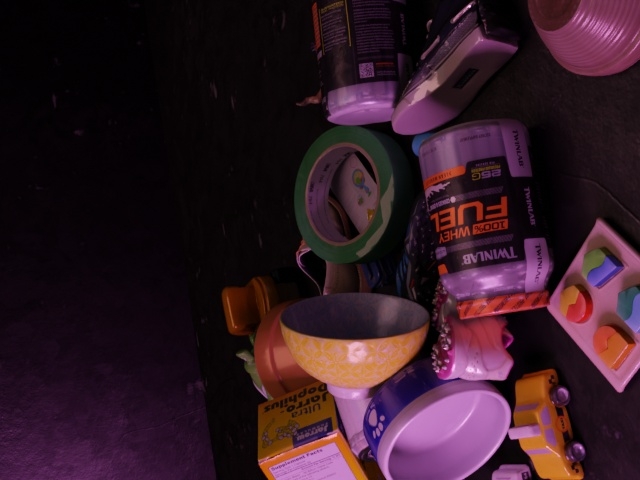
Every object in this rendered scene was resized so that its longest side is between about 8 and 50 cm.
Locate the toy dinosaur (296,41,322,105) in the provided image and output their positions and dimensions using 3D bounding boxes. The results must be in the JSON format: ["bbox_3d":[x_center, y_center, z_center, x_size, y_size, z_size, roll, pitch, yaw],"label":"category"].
[{"bbox_3d":[0.054,-0.399,1.771,0.295,0.127,0.200,39,122,50],"label":"toy dinosaur"}]

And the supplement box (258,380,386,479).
[{"bbox_3d":[0.016,0.532,1.698,0.195,0.194,0.356,-100,-14,-63],"label":"supplement box"}]

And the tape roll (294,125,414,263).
[{"bbox_3d":[0.072,-0.105,1.705,0.321,0.077,0.321,-3,86,45],"label":"tape roll"}]

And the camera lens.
[{"bbox_3d":[0.138,0.325,1.591,0.219,0.219,0.274,119,139,-50],"label":"camera lens"}]

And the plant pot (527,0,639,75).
[{"bbox_3d":[0.385,-0.363,1.075,0.237,0.109,0.237,175,90,-66],"label":"plant pot"}]

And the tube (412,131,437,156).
[{"bbox_3d":[0.264,-0.180,1.445,0.207,0.052,0.080,21,129,58],"label":"tube"}]

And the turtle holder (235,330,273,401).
[{"bbox_3d":[-0.071,0.344,2.003,0.227,0.243,0.320,61,168,-8],"label":"turtle holder"}]

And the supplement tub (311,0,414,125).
[{"bbox_3d":[0.092,-0.432,1.573,0.207,0.207,0.338,171,94,-65],"label":"supplement tub"}]

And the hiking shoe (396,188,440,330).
[{"bbox_3d":[0.202,0.033,1.529,0.132,0.113,0.304,-148,58,-61],"label":"hiking shoe"}]

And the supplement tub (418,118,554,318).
[{"bbox_3d":[0.285,-0.032,1.247,0.193,0.193,0.316,153,110,-63],"label":"supplement tub"}]

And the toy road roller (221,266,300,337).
[{"bbox_3d":[-0.199,0.218,2.270,0.329,0.240,0.203,136,125,-59],"label":"toy road roller"}]

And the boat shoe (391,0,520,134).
[{"bbox_3d":[0.240,-0.348,1.396,0.340,0.127,0.158,-40,52,51],"label":"boat shoe"}]

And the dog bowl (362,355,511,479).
[{"bbox_3d":[0.217,0.346,1.374,0.104,0.265,0.265,-125,38,-50],"label":"dog bowl"}]

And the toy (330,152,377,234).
[{"bbox_3d":[0.102,-0.121,1.783,0.237,0.056,0.137,62,140,33],"label":"toy"}]

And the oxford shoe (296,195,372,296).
[{"bbox_3d":[0.000,0.000,1.915,0.397,0.146,0.140,-121,35,-44],"label":"oxford shoe"}]

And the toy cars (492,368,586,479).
[{"bbox_3d":[0.360,0.415,1.288,0.176,0.087,0.394,-136,47,-55],"label":"toy cars"}]

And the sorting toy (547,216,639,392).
[{"bbox_3d":[0.439,0.099,1.122,0.193,0.038,0.208,-121,35,-43],"label":"sorting toy"}]

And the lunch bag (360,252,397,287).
[{"bbox_3d":[0.135,0.067,1.735,0.067,0.065,0.098,118,140,-49],"label":"lunch bag"}]

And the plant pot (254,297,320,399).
[{"bbox_3d":[0.009,0.273,1.825,0.203,0.291,0.291,-22,73,48],"label":"plant pot"}]

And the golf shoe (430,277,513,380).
[{"bbox_3d":[0.282,0.148,1.363,0.306,0.140,0.115,-79,2,-51],"label":"golf shoe"}]

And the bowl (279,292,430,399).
[{"bbox_3d":[0.067,0.215,1.427,0.289,0.289,0.156,-155,61,-62],"label":"bowl"}]
